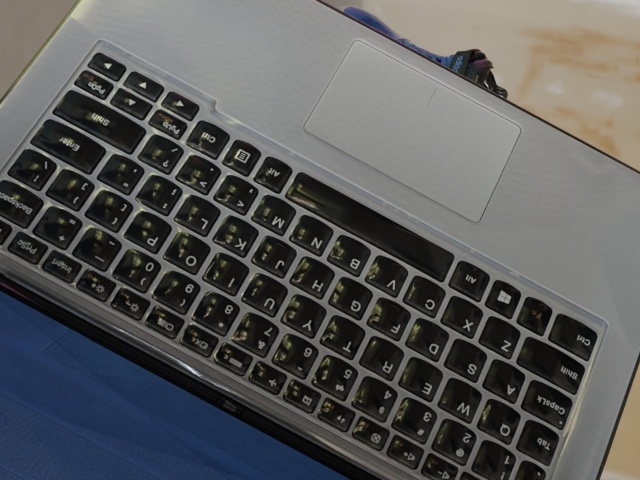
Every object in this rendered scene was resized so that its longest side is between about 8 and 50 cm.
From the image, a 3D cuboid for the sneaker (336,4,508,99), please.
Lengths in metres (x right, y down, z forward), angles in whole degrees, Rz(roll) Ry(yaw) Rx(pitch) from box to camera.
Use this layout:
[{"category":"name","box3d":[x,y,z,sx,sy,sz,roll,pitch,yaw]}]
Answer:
[{"category":"sneaker","box3d":[0.078,-0.127,0.817,0.152,0.085,0.058,39,60,-36]}]

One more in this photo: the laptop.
[{"category":"laptop","box3d":[0.000,0.000,0.500,0.408,0.382,0.236,-61,180,-28]}]
